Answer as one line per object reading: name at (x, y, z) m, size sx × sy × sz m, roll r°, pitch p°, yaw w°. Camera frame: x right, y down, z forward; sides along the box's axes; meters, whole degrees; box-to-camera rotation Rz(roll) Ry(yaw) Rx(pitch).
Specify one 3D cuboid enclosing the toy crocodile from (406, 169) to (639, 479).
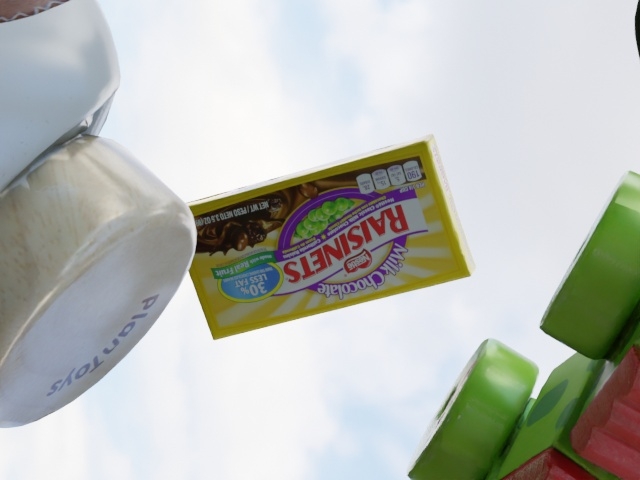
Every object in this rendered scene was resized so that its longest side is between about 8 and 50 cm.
toy crocodile at (0.110, 0.074, 0.656) m, size 0.105 × 0.115 × 0.340 m, roll -58°, pitch 179°, yaw -36°

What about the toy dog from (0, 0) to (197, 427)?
toy dog at (-0.111, -0.067, 0.419) m, size 0.161 × 0.220 × 0.334 m, roll -52°, pitch -178°, yaw 0°

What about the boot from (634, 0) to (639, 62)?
boot at (0.281, -0.056, 0.848) m, size 0.284 × 0.138 × 0.377 m, roll 14°, pitch -81°, yaw 51°

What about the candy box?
candy box at (0.000, 0.000, 1.322) m, size 0.027 × 0.206 × 0.105 m, roll -54°, pitch 127°, yaw -66°
